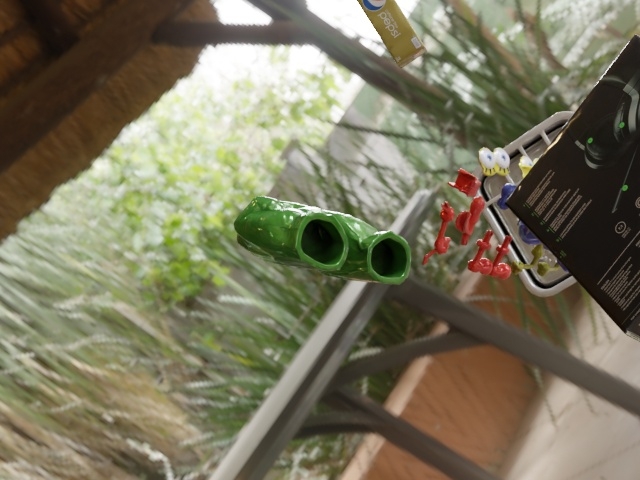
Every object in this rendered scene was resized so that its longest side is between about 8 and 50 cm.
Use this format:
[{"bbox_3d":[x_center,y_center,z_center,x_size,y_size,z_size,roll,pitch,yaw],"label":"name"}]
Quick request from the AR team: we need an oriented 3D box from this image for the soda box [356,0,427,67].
[{"bbox_3d":[0.113,-0.393,1.701,0.058,0.181,0.061,-32,-3,11],"label":"soda box"}]

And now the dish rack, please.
[{"bbox_3d":[0.500,-0.072,2.057,0.286,0.332,0.072,-34,-24,19],"label":"dish rack"}]

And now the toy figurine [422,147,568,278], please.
[{"bbox_3d":[0.352,0.014,1.393,0.363,0.217,0.191,8,-68,-43],"label":"toy figurine"}]

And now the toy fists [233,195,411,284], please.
[{"bbox_3d":[0.000,0.000,1.370,0.279,0.142,0.096,13,-96,-49],"label":"toy fists"}]

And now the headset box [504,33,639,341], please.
[{"bbox_3d":[0.366,-0.054,1.057,0.246,0.131,0.283,-55,34,16],"label":"headset box"}]
